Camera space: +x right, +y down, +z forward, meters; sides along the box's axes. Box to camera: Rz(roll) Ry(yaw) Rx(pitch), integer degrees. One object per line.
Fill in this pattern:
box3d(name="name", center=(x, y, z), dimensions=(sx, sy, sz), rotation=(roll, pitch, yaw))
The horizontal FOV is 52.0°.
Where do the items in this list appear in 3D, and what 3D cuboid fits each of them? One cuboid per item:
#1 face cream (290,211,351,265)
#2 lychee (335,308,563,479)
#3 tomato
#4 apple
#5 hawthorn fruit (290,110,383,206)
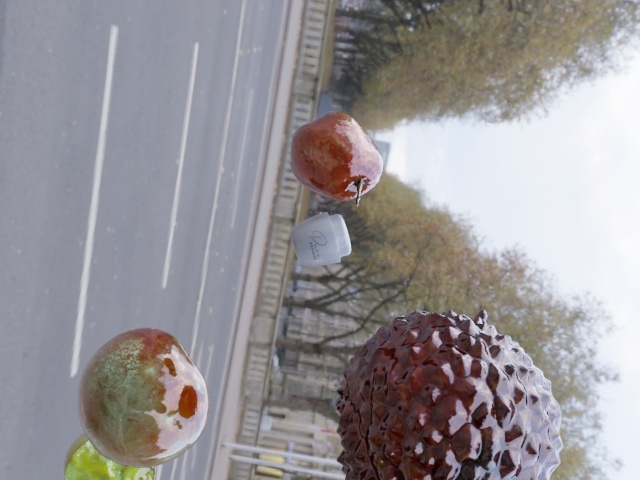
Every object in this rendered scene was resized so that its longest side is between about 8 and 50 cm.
box3d(name="face cream", center=(0.000, 0.000, 1.143), dimensions=(0.091, 0.095, 0.091), rotation=(165, -90, -87))
box3d(name="lychee", center=(0.234, 0.324, 1.225), dimensions=(0.500, 0.425, 0.424), rotation=(-56, 164, -42))
box3d(name="tomato", center=(-0.358, 0.313, 1.286), dimensions=(0.223, 0.270, 0.270), rotation=(-28, 139, -43))
box3d(name="apple", center=(-0.538, 0.590, 1.688), dimensions=(0.246, 0.227, 0.246), rotation=(178, -90, -74))
box3d(name="hawthorn fruit", center=(0.044, -0.132, 1.168), dimensions=(0.203, 0.163, 0.162), rotation=(48, -32, 29))
